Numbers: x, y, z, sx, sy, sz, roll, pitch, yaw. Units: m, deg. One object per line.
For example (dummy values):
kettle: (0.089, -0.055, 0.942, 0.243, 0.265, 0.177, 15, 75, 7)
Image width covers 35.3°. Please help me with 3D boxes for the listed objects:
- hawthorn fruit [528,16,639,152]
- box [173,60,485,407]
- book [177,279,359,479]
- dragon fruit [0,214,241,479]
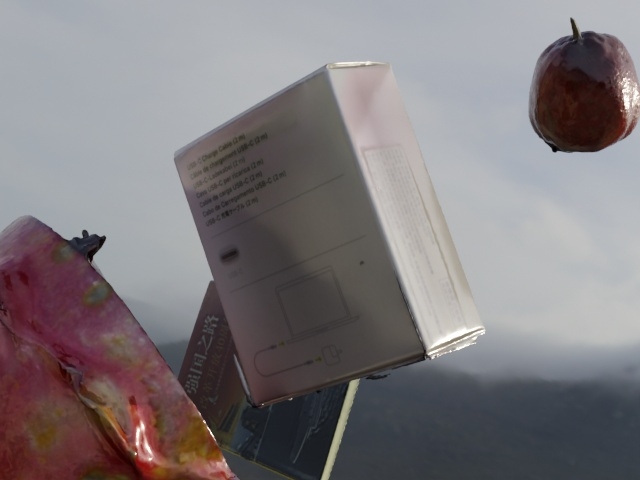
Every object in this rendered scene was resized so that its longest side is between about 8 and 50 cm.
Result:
hawthorn fruit: (0.426, -0.255, 1.624, 0.189, 0.189, 0.251, 16, -43, 29)
box: (0.000, 0.000, 0.872, 0.203, 0.252, 0.106, -24, -6, 41)
book: (-0.094, 0.223, 1.637, 0.374, 0.263, 0.028, 12, -7, 42)
dragon fruit: (-0.252, 0.179, 0.931, 0.386, 0.249, 0.371, 35, -28, 40)
